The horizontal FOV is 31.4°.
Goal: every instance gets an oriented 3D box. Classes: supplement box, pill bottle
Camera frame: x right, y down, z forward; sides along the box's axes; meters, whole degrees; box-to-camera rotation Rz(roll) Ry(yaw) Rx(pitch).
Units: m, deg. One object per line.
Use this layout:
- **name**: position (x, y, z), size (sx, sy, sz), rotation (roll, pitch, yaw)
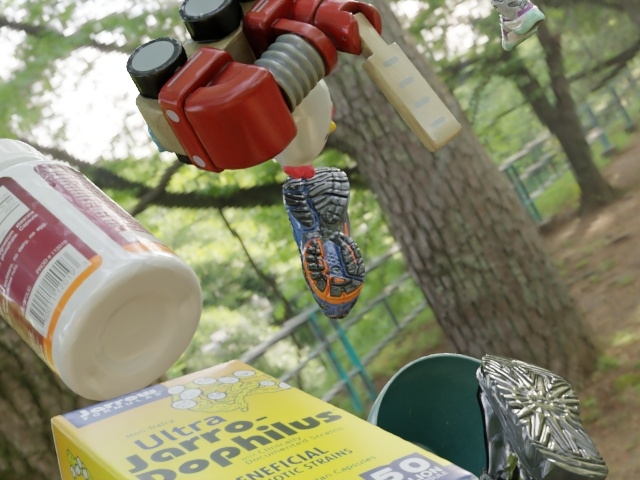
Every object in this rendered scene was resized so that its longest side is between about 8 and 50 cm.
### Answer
- **supplement box**: position (-0.052, 0.247, 0.903), size (0.194, 0.195, 0.356), rotation (-15, 15, -30)
- **pill bottle**: position (-0.363, 0.027, 1.579), size (0.224, 0.392, 0.224), rotation (-29, -42, -30)

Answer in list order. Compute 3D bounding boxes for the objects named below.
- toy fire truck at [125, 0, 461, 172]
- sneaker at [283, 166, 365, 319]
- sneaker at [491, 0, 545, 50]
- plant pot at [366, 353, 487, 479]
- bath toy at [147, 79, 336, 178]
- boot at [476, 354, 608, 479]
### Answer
- **toy fire truck**: position (-0.016, -0.143, 1.054), size (0.246, 0.158, 0.217), rotation (18, 58, 38)
- **sneaker**: position (0.000, 0.000, 1.337), size (0.083, 0.221, 0.087), rotation (-3, -40, -5)
- **sneaker**: position (0.204, -0.248, 1.227), size (0.038, 0.069, 0.098), rotation (-34, -3, -12)
- **plant pot**: position (0.179, 0.345, 1.749), size (0.290, 0.290, 0.195), rotation (-30, -13, -33)
- **bath toy**: position (-0.081, -0.135, 1.320), size (0.151, 0.129, 0.348), rotation (-26, 14, -22)
- **boot**: position (0.238, 0.321, 1.481), size (0.348, 0.131, 0.260), rotation (-90, 18, -70)
